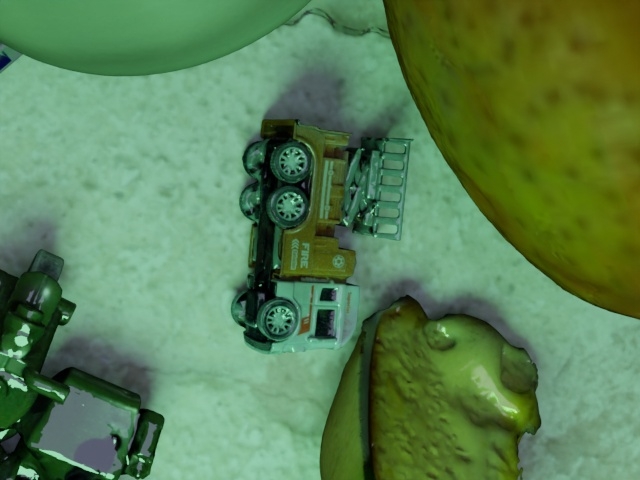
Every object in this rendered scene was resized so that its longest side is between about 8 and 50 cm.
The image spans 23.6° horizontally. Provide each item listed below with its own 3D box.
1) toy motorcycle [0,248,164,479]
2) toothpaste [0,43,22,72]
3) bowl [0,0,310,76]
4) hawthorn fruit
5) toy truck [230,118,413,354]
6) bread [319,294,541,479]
[{"bbox_3d":[-0.203,0.160,1.122,0.205,0.127,0.275,25,93,-10],"label":"toy motorcycle"},{"bbox_3d":[-0.241,-0.140,1.135,0.170,0.028,0.045,-39,91,-3],"label":"toothpaste"},{"bbox_3d":[-0.109,-0.242,1.039,0.354,0.354,0.185,-34,145,-7],"label":"bowl"},{"bbox_3d":[0.268,-0.161,1.053,0.472,0.472,0.471,-1,96,-12],"label":"hawthorn fruit"},{"bbox_3d":[0.000,0.000,1.177,0.115,0.080,0.177,6,93,-22],"label":"toy truck"},{"bbox_3d":[0.078,0.180,1.185,0.174,0.133,0.251,18,50,-21],"label":"bread"}]
